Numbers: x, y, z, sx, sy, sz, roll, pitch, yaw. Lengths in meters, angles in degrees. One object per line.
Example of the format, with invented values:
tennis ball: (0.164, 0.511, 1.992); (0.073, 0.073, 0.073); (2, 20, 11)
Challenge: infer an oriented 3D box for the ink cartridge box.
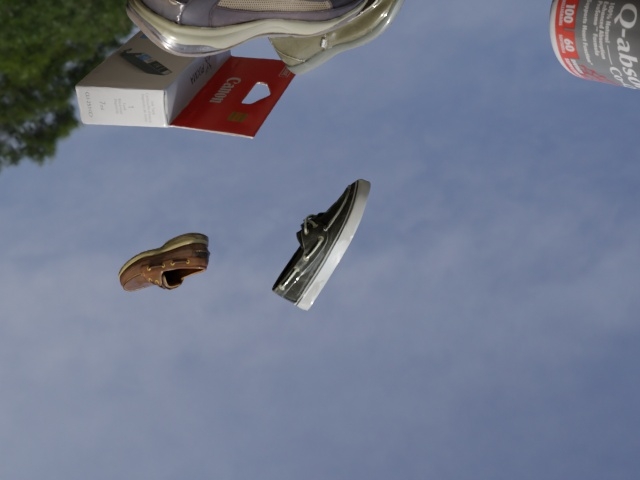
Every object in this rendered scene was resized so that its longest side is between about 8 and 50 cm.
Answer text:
ink cartridge box: (-0.186, -0.253, 1.492); (0.261, 0.066, 0.296); (5, -148, 12)

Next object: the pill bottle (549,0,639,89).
pill bottle: (0.536, -0.319, 1.458); (0.210, 0.210, 0.363); (-38, -147, -18)

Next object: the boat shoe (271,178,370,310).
boat shoe: (0.000, 0.000, 1.432); (0.219, 0.070, 0.078); (-61, -172, 17)

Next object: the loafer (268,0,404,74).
loafer: (0.017, -0.301, 1.301); (0.251, 0.087, 0.094); (-27, -137, 42)

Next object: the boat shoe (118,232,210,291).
boat shoe: (-0.240, 0.046, 1.500); (0.178, 0.064, 0.060); (-24, -114, 30)

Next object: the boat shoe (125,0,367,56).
boat shoe: (-0.046, -0.301, 1.073); (0.132, 0.130, 0.355); (42, -135, 18)
